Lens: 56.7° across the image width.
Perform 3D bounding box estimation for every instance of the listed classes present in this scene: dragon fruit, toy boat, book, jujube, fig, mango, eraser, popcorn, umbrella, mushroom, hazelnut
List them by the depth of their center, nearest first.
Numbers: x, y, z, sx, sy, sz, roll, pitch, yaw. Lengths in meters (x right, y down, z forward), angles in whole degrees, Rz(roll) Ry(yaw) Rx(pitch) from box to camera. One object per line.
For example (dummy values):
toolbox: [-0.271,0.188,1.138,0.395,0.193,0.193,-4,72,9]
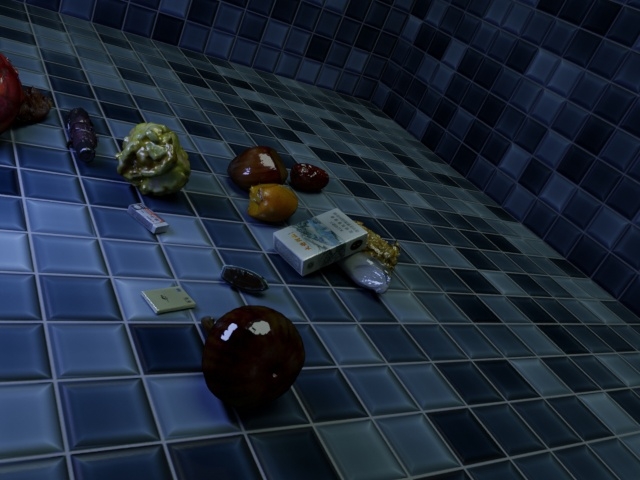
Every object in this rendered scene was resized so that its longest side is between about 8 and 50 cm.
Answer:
fig: [-0.186,0.234,1.292,0.217,0.216,0.321,4,4,-38]
book: [-0.369,0.144,1.441,0.111,0.014,0.077,-5,37,-48]
toy boat: [-0.205,0.107,1.621,0.140,0.059,0.066,20,-1,-7]
dragon fruit: [-0.994,-0.422,1.645,0.296,0.295,0.302,32,15,15]
eraser: [-0.497,-0.064,1.711,0.122,0.029,0.052,35,27,22]
popcorn: [-0.522,-0.249,1.839,0.259,0.212,0.259,61,9,-16]
mushroom: [0.102,0.061,1.938,0.109,0.097,0.351,-9,38,-47]
umbrella: [-0.776,-0.346,1.939,0.094,0.090,0.326,10,29,-36]
mango: [-0.162,-0.134,2.045,0.154,0.126,0.252,21,14,22]
hazelnut: [-0.231,-0.254,2.185,0.181,0.181,0.212,46,17,-26]
jujube: [-0.041,-0.258,2.414,0.176,0.109,0.112,4,66,-43]

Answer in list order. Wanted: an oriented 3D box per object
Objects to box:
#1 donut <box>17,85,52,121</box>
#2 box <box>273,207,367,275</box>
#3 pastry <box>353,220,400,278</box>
donut: [-0.990,-0.447,1.890,0.112,0.151,0.295,-3,-17,13]
box: [0.000,0.000,1.879,0.257,0.069,0.164,-23,45,-30]
pastry: [0.174,0.025,2.062,0.250,0.102,0.154,35,26,25]
